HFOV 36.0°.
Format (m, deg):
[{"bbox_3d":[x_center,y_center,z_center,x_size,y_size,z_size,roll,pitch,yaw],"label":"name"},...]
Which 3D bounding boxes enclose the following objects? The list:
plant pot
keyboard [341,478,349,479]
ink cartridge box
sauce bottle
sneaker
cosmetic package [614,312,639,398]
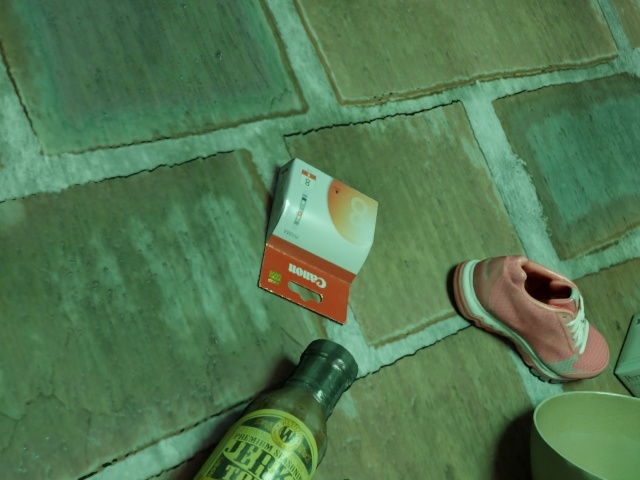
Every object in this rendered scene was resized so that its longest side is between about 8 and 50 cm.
[{"bbox_3d":[0.415,0.357,1.349,0.284,0.284,0.191,-8,114,-42],"label":"plant pot"},{"bbox_3d":[0.039,0.375,1.162,0.108,0.023,0.180,-5,76,-41],"label":"keyboard"},{"bbox_3d":[0.000,0.000,1.276,0.145,0.045,0.179,27,54,-29],"label":"ink cartridge box"},{"bbox_3d":[-0.065,0.244,1.072,0.111,0.111,0.344,48,48,-14],"label":"sauce bottle"},{"bbox_3d":[0.342,0.118,1.449,0.313,0.136,0.116,31,55,-27],"label":"sneaker"},{"bbox_3d":[0.686,0.270,1.634,0.365,0.197,0.155,46,50,-14],"label":"cosmetic package"}]
